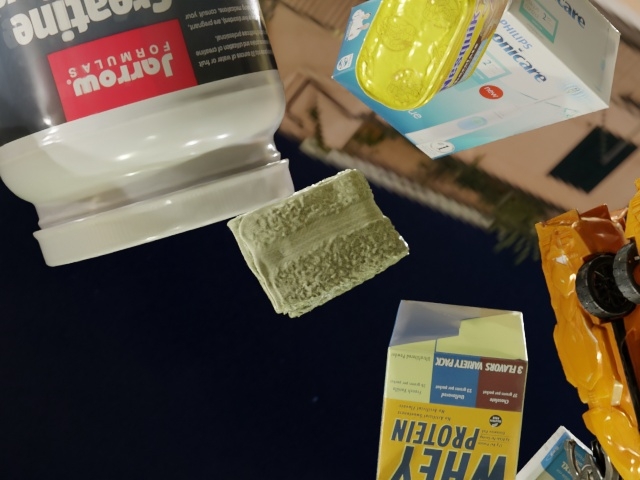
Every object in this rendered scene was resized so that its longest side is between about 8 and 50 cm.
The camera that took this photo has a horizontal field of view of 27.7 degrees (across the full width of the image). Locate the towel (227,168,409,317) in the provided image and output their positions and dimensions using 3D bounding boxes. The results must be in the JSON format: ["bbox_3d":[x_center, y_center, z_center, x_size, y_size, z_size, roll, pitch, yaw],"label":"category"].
[{"bbox_3d":[0.000,0.000,1.184,0.148,0.027,0.110,-24,-107,-26],"label":"towel"}]

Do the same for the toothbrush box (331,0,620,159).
[{"bbox_3d":[0.200,-0.238,1.675,0.216,0.295,0.126,36,-124,-35],"label":"toothbrush box"}]

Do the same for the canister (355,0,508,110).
[{"bbox_3d":[0.106,-0.189,1.165,0.073,0.126,0.170,30,-158,12],"label":"canister"}]

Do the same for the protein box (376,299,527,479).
[{"bbox_3d":[0.134,0.186,1.342,0.136,0.201,0.200,5,-168,6],"label":"protein box"}]

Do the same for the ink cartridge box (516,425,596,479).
[{"bbox_3d":[0.230,0.326,1.474,0.078,0.231,0.134,42,-178,6],"label":"ink cartridge box"}]

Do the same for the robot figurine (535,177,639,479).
[{"bbox_3d":[0.241,0.104,0.849,0.085,0.211,0.291,-10,-100,-29],"label":"robot figurine"}]

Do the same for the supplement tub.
[{"bbox_3d":[-0.133,-0.136,0.832,0.191,0.191,0.272,-20,-84,-42],"label":"supplement tub"}]
